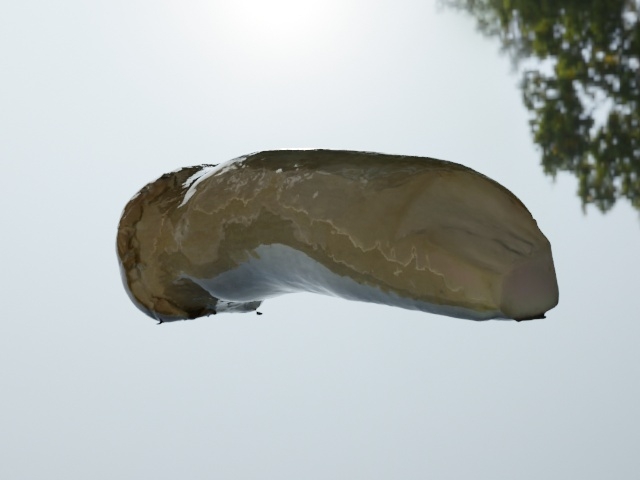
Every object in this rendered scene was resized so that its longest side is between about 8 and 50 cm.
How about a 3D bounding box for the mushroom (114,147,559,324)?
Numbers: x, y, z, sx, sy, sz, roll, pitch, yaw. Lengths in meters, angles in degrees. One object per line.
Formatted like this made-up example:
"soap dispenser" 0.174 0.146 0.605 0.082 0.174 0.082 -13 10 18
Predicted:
"mushroom" 0.000 0.000 0.445 0.084 0.071 0.209 -10 -173 -38
